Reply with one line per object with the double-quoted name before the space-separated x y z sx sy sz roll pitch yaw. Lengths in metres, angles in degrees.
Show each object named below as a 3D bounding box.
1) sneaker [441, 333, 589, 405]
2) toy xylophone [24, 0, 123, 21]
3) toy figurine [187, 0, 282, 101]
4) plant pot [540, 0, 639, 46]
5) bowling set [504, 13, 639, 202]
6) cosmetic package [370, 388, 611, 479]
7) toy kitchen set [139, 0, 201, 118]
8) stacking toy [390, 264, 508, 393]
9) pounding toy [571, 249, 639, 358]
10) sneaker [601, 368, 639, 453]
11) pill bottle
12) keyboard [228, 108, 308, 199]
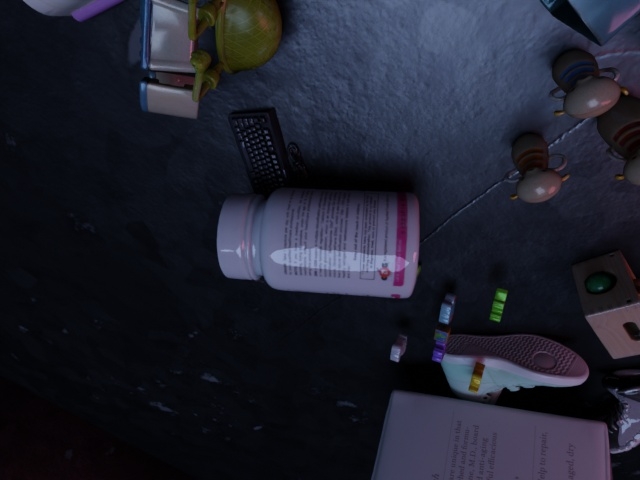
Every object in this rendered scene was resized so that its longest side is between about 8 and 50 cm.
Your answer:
"sneaker" 0.367 0.261 0.837 0.256 0.094 0.151 1 125 30
"toy xylophone" -0.326 -0.416 0.474 0.237 0.081 0.322 -3 129 19
"toy figurine" 0.002 -0.296 0.411 0.218 0.191 0.362 13 134 0
"plant pot" 0.254 -0.315 0.328 0.166 0.165 0.234 39 124 -17
"bowling set" 0.315 -0.159 0.443 0.287 0.154 0.199 -19 122 30
"cosmetic package" 0.341 0.528 0.848 0.394 0.327 0.329 -4 143 34
"toy kitchen set" -0.202 -0.269 0.526 0.122 0.166 0.207 5 115 -17
"stacking toy" 0.225 0.155 0.778 0.167 0.052 0.221 16 117 24
"pounding toy" 0.447 0.088 0.634 0.100 0.130 0.141 -27 117 35
"sneaker" 0.579 0.314 0.836 0.132 0.086 0.228 30 124 -1
"pill bottle" 0.000 0.000 0.663 0.284 0.160 0.160 3 131 6
"keyboard" -0.076 -0.121 0.695 0.108 0.023 0.180 0 131 18
